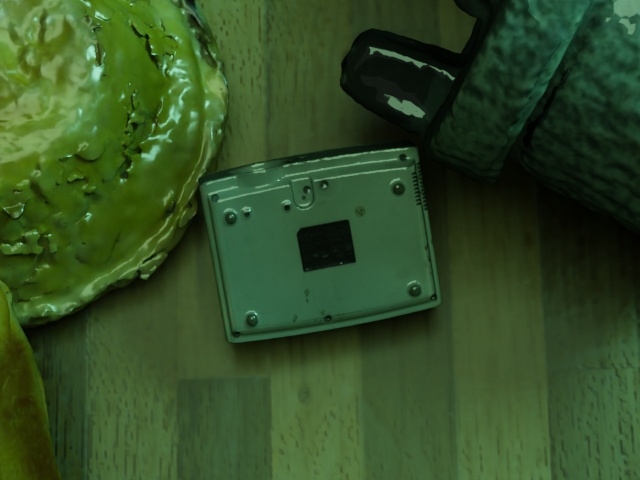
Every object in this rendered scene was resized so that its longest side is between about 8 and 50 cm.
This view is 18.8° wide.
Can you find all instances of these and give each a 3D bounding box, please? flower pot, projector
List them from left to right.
[{"bbox_3d":[0.000,0.000,1.287,0.147,0.061,0.115,-10,96,-3],"label":"projector"},{"bbox_3d":[0.184,-0.163,1.237,0.282,0.299,0.299,24,76,2],"label":"flower pot"}]

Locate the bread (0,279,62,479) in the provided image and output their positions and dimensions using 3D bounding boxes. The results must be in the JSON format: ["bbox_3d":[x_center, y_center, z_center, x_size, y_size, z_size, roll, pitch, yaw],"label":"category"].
[{"bbox_3d":[-0.244,0.191,1.199,0.195,0.149,0.344,-13,86,11],"label":"bread"}]

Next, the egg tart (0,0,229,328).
[{"bbox_3d":[-0.231,-0.096,1.306,0.341,0.132,0.341,0,73,0],"label":"egg tart"}]
